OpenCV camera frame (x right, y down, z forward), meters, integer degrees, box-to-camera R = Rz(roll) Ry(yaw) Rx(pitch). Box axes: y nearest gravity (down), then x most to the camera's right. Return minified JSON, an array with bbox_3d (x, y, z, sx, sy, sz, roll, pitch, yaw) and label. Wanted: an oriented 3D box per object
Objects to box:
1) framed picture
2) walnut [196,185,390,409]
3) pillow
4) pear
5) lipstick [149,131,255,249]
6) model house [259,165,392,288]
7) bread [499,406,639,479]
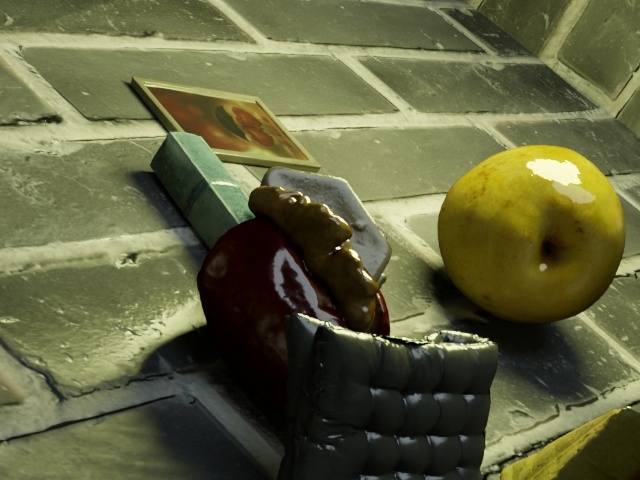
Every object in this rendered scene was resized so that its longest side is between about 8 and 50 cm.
[{"bbox_3d":[-0.158,-0.192,2.464,0.289,0.020,0.211,4,35,-46],"label":"framed picture"},{"bbox_3d":[-0.021,0.069,1.840,0.269,0.244,0.222,45,25,26],"label":"walnut"},{"bbox_3d":[0.084,0.210,1.722,0.326,0.228,0.101,7,0,-41],"label":"pillow"},{"bbox_3d":[0.337,-0.011,2.367,0.314,0.314,0.314,26,24,-13],"label":"pear"},{"bbox_3d":[-0.144,-0.043,2.117,0.077,0.076,0.289,9,32,-46],"label":"lipstick"},{"bbox_3d":[0.006,-0.005,2.123,0.229,0.122,0.188,54,-11,6],"label":"model house"},{"bbox_3d":[0.359,0.295,1.842,0.168,0.264,0.163,35,25,-8],"label":"bread"}]
